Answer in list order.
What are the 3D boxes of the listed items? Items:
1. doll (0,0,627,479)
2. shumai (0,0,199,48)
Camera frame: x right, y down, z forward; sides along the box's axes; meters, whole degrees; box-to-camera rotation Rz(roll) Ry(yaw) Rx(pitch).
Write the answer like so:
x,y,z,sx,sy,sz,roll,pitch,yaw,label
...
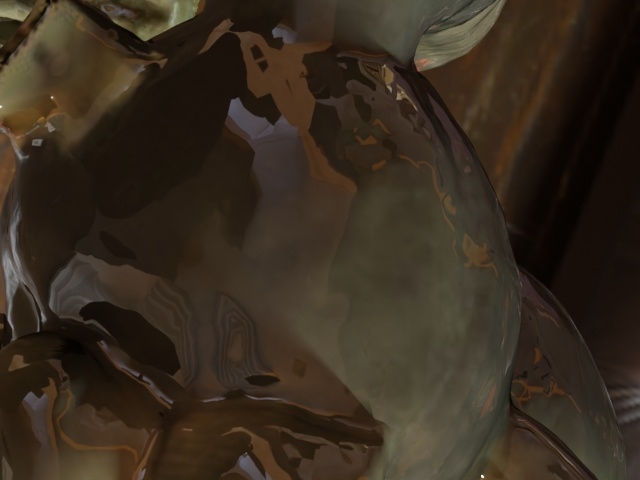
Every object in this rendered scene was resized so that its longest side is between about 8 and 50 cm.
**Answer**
x,y,z,sx,sy,sz,roll,pitch,yaw,label
0.033,0.010,0.625,0.378,0.252,0.382,-59,163,-12,doll
-0.223,-0.182,1.207,0.204,0.272,0.222,14,79,-42,shumai
